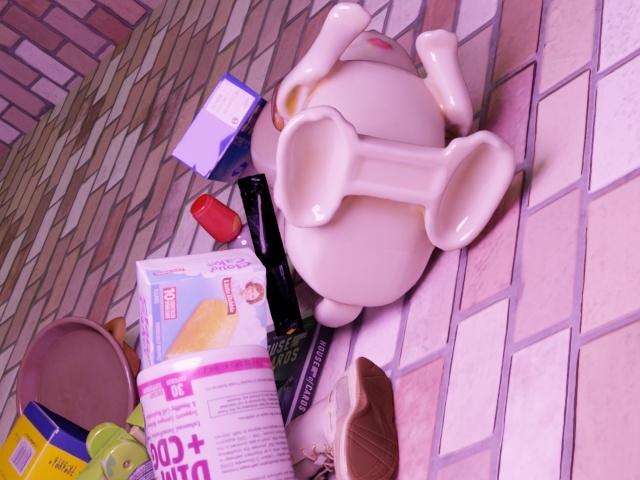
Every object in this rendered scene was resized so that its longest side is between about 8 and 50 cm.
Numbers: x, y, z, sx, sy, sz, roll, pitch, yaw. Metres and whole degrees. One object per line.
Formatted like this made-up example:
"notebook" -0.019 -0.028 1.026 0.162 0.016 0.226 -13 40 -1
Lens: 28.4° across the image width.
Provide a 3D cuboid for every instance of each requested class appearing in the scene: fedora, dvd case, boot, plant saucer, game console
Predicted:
"fedora" -0.378 0.228 2.261 0.194 0.079 0.194 -47 23 27
"dvd case" -0.063 0.209 1.753 0.179 0.029 0.239 -25 39 49
"boot" 0.010 0.254 1.499 0.165 0.077 0.213 -43 22 27
"plant saucer" -0.414 0.268 2.159 0.277 0.041 0.278 -2 86 34
"game console" -0.070 0.018 1.769 0.044 0.213 0.361 -14 1 -3

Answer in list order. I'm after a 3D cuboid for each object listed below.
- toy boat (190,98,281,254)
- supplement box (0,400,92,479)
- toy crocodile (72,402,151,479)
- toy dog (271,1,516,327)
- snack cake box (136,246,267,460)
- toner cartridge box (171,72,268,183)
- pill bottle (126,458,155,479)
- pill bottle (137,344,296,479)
"toy boat" -0.058 -0.106 2.035 0.318 0.148 0.267 -45 30 7
"supplement box" -0.438 0.460 1.936 0.357 0.194 0.195 -59 24 -8
"toy crocodile" -0.242 0.274 1.838 0.340 0.105 0.115 -49 24 -16
"toy dog" 0.069 -0.122 1.694 0.408 0.284 0.395 -97 9 -54
"snack cake box" -0.148 0.152 1.610 0.089 0.152 0.264 -135 42 -64
"toner cartridge box" -0.156 -0.188 2.197 0.165 0.075 0.348 -55 -2 4
"pill bottle" -0.177 0.385 1.621 0.130 0.130 0.246 -54 24 5
"pill bottle" -0.109 0.274 1.460 0.160 0.160 0.283 -27 72 48
